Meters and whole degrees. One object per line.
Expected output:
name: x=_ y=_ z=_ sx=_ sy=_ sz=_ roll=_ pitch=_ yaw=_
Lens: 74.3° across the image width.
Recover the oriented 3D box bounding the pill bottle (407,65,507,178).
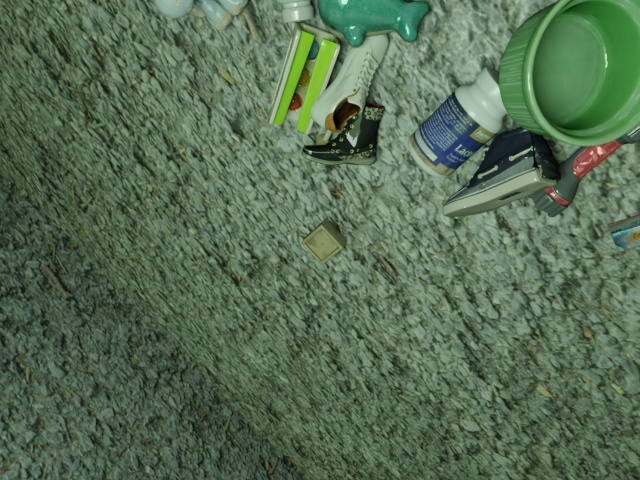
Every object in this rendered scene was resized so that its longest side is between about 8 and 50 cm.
pill bottle: x=0.363 y=-0.296 z=1.081 sx=0.153 sy=0.153 sz=0.265 roll=43 pitch=130 yaw=-2

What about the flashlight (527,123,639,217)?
flashlight: x=0.650 y=-0.188 z=1.020 sx=0.103 sy=0.103 sz=0.304 roll=51 pitch=134 yaw=15

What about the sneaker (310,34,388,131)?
sneaker: x=0.104 y=-0.410 z=1.119 sx=0.290 sy=0.105 sz=0.123 roll=-53 pitch=53 yaw=12

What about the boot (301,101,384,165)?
boot: x=0.067 y=-0.313 z=1.223 sx=0.236 sy=0.085 sz=0.179 roll=-1 pitch=124 yaw=-19

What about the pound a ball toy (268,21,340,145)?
pound a ball toy: x=-0.024 y=-0.436 z=1.241 sx=0.207 sy=0.136 sz=0.319 roll=12 pitch=127 yaw=-16

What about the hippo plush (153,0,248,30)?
hippo plush: x=-0.342 y=-0.723 z=1.143 sx=0.234 sy=0.236 sz=0.295 roll=14 pitch=125 yaw=20

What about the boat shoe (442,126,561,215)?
boat shoe: x=0.464 y=-0.178 z=1.141 sx=0.340 sy=0.127 sz=0.158 roll=-24 pitch=68 yaw=53

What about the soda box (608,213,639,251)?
soda box: x=0.829 y=-0.036 z=1.047 sx=0.183 sy=0.063 sz=0.058 roll=-25 pitch=105 yaw=37

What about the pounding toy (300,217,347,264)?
pounding toy: x=0.000 y=0.000 z=1.512 sx=0.130 sy=0.100 sz=0.141 roll=47 pitch=119 yaw=-6

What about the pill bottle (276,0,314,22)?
pill bottle: x=-0.070 y=-0.688 z=1.096 sx=0.117 sy=0.118 sz=0.209 roll=7 pitch=122 yaw=25

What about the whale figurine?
whale figurine: x=0.121 y=-0.576 z=1.017 sx=0.271 sy=0.141 sz=0.217 roll=26 pitch=89 yaw=11

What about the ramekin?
ramekin: x=0.531 y=-0.356 z=0.881 sx=0.302 sy=0.148 sz=0.304 roll=-2 pitch=106 yaw=-7
